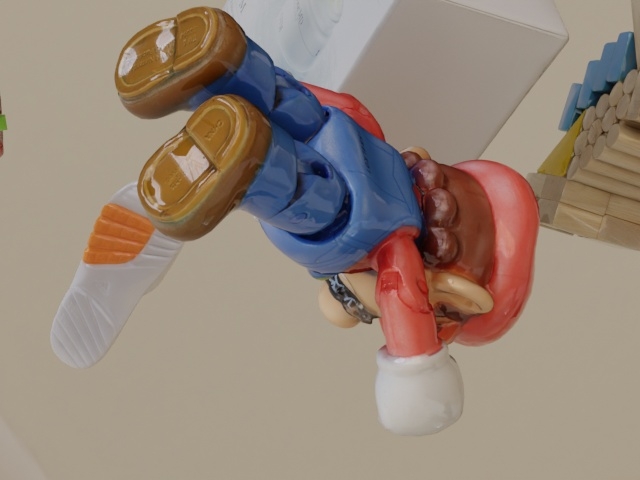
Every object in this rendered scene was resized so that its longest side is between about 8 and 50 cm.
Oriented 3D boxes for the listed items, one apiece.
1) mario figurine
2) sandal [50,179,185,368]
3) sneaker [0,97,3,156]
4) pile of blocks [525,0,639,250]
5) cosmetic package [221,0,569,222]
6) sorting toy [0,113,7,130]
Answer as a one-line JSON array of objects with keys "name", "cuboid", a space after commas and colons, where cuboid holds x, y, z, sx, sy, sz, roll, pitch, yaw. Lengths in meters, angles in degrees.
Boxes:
[{"name": "mario figurine", "cuboid": [0.000, 0.000, 0.925, 0.320, 0.170, 0.198, 30, -109, -45]}, {"name": "sandal", "cuboid": [-0.237, 0.031, 1.847, 0.102, 0.265, 0.076, 35, -163, 2]}, {"name": "sneaker", "cuboid": [-0.424, -0.159, 1.697, 0.221, 0.128, 0.087, 86, 175, -57]}, {"name": "pile of blocks", "cuboid": [0.286, -0.115, 1.207, 0.112, 0.362, 0.149, 17, -126, -17]}, {"name": "cosmetic package", "cuboid": [0.039, -0.153, 1.118, 0.138, 0.225, 0.224, 13, -138, -27]}, {"name": "sorting toy", "cuboid": [-0.221, -0.094, 0.922, 0.083, 0.062, 0.012, 24, -138, -5]}]
